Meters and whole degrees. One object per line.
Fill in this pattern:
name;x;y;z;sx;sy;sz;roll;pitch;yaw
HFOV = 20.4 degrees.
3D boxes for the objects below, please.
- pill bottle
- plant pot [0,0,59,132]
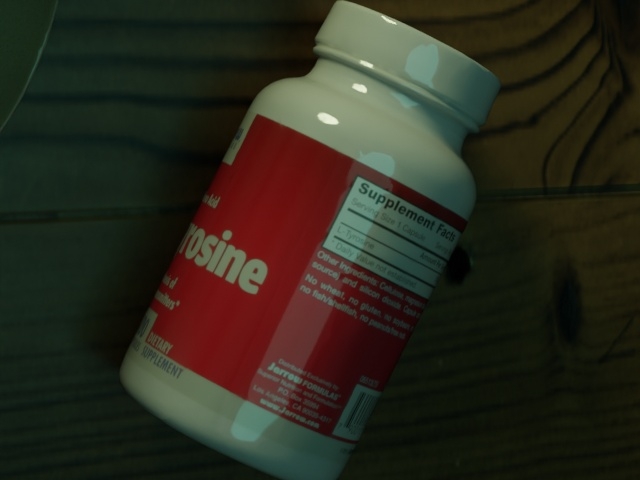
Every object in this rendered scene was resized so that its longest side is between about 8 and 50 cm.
pill bottle;0.000;0.000;1.633;0.229;0.229;0.408;27;90;-21
plant pot;-0.365;-0.206;1.480;0.191;0.284;0.284;22;92;14
